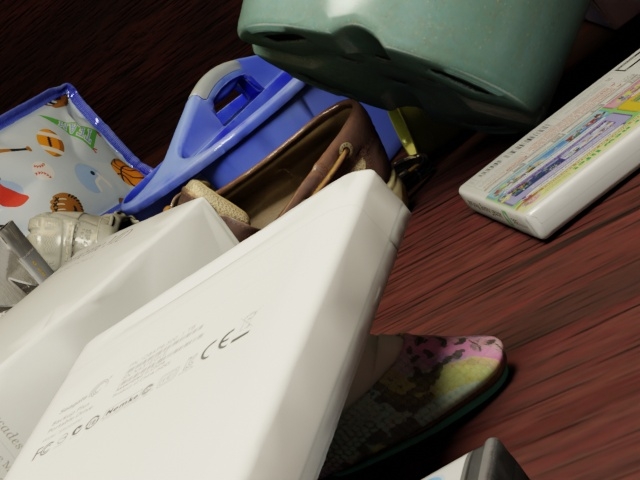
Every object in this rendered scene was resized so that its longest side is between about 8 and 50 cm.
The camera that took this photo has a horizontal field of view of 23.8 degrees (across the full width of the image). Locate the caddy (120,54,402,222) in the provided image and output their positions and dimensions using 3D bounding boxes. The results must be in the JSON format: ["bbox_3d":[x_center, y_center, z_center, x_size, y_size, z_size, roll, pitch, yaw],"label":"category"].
[{"bbox_3d":[-0.060,-0.100,1.552,0.241,0.179,0.341,-31,12,36],"label":"caddy"}]

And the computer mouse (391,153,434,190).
[{"bbox_3d":[0.000,0.000,1.325,0.242,0.041,0.071,-32,18,-5],"label":"computer mouse"}]

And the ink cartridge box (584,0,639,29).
[{"bbox_3d":[0.289,-0.282,1.413,0.158,0.092,0.218,-36,12,6],"label":"ink cartridge box"}]

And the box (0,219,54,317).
[{"bbox_3d":[-0.352,0.118,1.564,0.231,0.183,0.056,-34,11,13],"label":"box"}]

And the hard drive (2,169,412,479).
[{"bbox_3d":[-0.089,0.125,0.680,0.233,0.047,0.353,-32,20,32],"label":"hard drive"}]

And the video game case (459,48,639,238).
[{"bbox_3d":[0.201,-0.081,1.017,0.212,0.023,0.193,-37,10,-2],"label":"video game case"}]

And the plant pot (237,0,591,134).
[{"bbox_3d":[0.099,-0.280,1.206,0.341,0.341,0.334,-178,107,-74],"label":"plant pot"}]

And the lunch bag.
[{"bbox_3d":[-0.419,0.029,1.891,0.328,0.239,0.385,-51,-7,32],"label":"lunch bag"}]

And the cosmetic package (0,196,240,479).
[{"bbox_3d":[-0.200,0.155,0.948,0.385,0.156,0.217,-45,14,-33],"label":"cosmetic package"}]

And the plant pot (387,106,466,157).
[{"bbox_3d":[0.107,-0.120,1.384,0.079,0.083,0.083,-26,10,-3],"label":"plant pot"}]

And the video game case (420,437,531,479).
[{"bbox_3d":[-0.041,0.202,0.546,0.248,0.035,0.275,-33,11,22],"label":"video game case"}]

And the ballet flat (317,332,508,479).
[{"bbox_3d":[-0.011,0.095,0.794,0.221,0.079,0.077,-34,10,19],"label":"ballet flat"}]

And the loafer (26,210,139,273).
[{"bbox_3d":[-0.230,0.024,1.711,0.111,0.112,0.319,3,-1,10],"label":"loafer"}]

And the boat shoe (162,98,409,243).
[{"bbox_3d":[-0.085,0.003,1.200,0.342,0.123,0.123,-33,35,-17],"label":"boat shoe"}]
